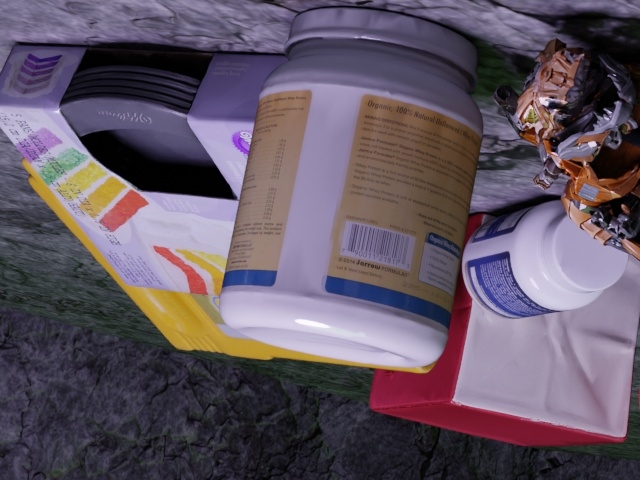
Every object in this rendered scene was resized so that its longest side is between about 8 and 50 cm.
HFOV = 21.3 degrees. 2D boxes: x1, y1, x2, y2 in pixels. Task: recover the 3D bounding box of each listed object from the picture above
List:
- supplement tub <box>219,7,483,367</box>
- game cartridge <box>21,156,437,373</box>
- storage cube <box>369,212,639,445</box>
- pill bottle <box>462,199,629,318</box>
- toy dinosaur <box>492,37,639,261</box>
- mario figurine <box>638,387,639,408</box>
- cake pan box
[{"bbox_3d":[0.023,-0.030,1.060,0.144,0.200,0.144,11,170,2],"label":"supplement tub"},{"bbox_3d":[-0.085,0.011,1.512,0.323,0.053,0.285,0,140,41],"label":"game cartridge"},{"bbox_3d":[0.182,0.091,1.637,0.215,0.184,0.193,14,168,-18],"label":"storage cube"},{"bbox_3d":[0.194,0.016,1.454,0.094,0.094,0.169,13,170,-16],"label":"pill bottle"},{"bbox_3d":[0.226,-0.044,1.072,0.218,0.164,0.322,22,-166,26],"label":"toy dinosaur"},{"bbox_3d":[0.419,0.126,1.462,0.170,0.198,0.320,49,151,-21],"label":"mario figurine"},{"bbox_3d":[-0.088,-0.047,1.276,0.246,0.070,0.267,5,149,24],"label":"cake pan box"}]
